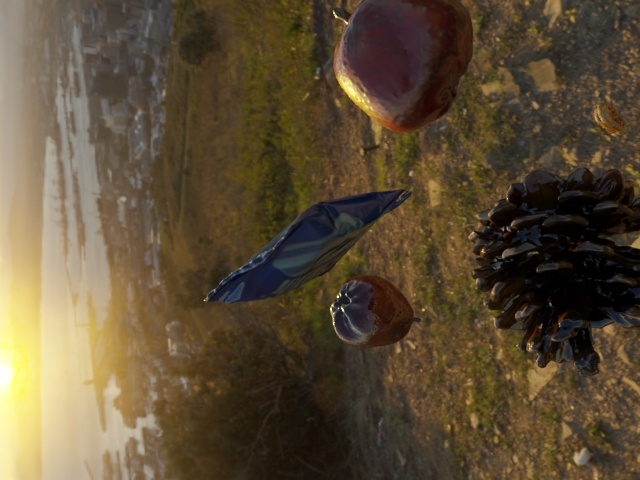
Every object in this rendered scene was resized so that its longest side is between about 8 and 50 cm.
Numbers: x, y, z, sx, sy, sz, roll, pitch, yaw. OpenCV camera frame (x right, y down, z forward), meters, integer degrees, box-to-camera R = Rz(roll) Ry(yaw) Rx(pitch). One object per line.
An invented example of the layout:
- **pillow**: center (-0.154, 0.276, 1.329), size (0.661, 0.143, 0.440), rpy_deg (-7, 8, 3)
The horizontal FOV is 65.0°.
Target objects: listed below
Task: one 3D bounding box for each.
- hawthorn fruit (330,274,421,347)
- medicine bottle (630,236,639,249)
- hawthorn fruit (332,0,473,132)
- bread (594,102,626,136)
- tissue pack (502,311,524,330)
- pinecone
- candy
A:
- **hawthorn fruit**: center (0.167, 0.215, 1.468), size (0.224, 0.261, 0.224), rpy_deg (-163, 90, -73)
- **medicine bottle**: center (0.812, 0.048, 1.112), size (0.339, 0.208, 0.208), rpy_deg (89, 162, -61)
- **hawthorn fruit**: center (0.151, -0.361, 0.972), size (0.275, 0.300, 0.275), rpy_deg (-57, 11, 18)
- **bread**: center (0.827, -0.346, 1.432), size (0.044, 0.111, 0.083), rpy_deg (-38, 30, 46)
- **tissue pack**: center (0.498, 0.169, 1.243), size (0.193, 0.123, 0.026), rpy_deg (-77, 1, -63)
- **pinecone**: center (0.468, 0.075, 0.950), size (0.384, 0.384, 0.384), rpy_deg (4, 95, 58)
- **candy**: center (0.000, 0.000, 0.710), size (0.187, 0.331, 0.077), rpy_deg (-41, 80, 32)
